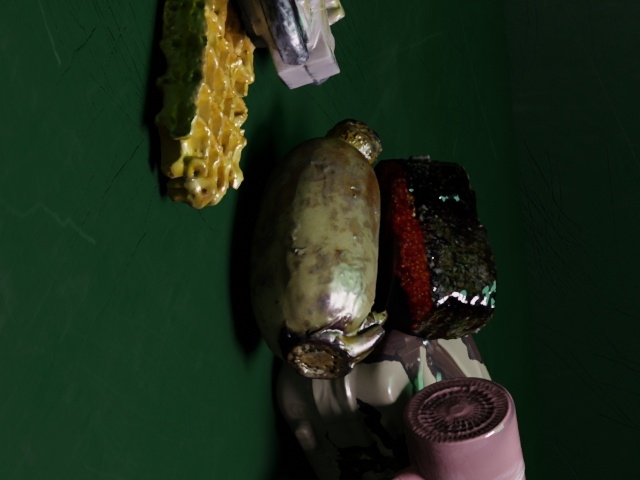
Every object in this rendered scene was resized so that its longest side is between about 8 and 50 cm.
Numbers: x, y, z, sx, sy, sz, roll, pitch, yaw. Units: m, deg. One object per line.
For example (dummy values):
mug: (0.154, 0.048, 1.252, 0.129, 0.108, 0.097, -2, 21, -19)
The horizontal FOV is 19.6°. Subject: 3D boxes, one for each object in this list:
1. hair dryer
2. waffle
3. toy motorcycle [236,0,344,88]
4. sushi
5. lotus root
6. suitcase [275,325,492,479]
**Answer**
hair dryer: (0.066, 0.311, 2.031, 0.125, 0.352, 0.210, 42, -32, 54)
waffle: (-0.113, -0.128, 1.791, 0.160, 0.055, 0.211, 58, 33, -65)
toy motorcycle: (-0.044, -0.271, 1.937, 0.340, 0.108, 0.223, 23, 48, -84)
sushi: (0.120, 0.011, 2.092, 0.136, 0.126, 0.225, 115, -24, -46)
lotus root: (0.000, 0.000, 2.035, 0.173, 0.173, 0.309, 68, 25, -54)
suitcase: (0.092, 0.181, 2.261, 0.351, 0.194, 0.339, 63, 32, -36)
